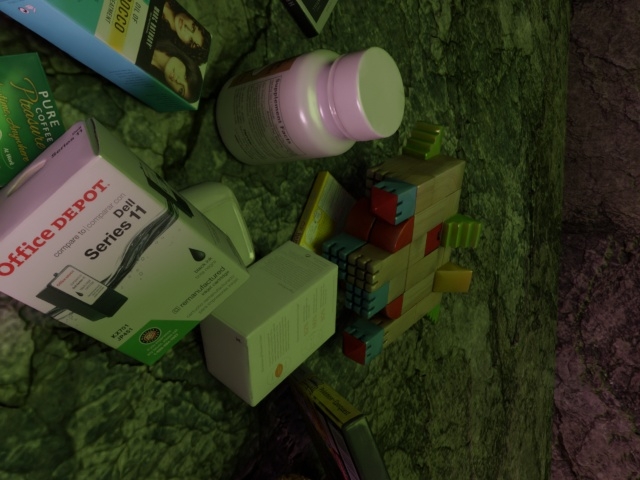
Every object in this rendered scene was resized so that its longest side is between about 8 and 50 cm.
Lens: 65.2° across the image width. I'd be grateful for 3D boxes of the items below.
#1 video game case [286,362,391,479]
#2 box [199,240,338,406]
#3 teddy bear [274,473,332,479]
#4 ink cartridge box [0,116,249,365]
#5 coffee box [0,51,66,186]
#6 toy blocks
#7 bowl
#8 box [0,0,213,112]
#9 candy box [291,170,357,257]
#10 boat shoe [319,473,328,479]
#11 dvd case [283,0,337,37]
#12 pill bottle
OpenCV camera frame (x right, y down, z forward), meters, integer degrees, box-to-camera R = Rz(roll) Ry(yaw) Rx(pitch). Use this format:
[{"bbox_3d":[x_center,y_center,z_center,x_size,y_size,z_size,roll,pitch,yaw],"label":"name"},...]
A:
[{"bbox_3d":[0.043,0.321,0.690,0.035,0.248,0.275,-24,100,-18],"label":"video game case"},{"bbox_3d":[-0.064,0.104,0.663,0.170,0.091,0.130,-34,139,-39],"label":"box"},{"bbox_3d":[-0.034,0.483,0.654,0.113,0.244,0.338,-50,160,-72],"label":"teddy bear"},{"bbox_3d":[-0.196,0.011,0.490,0.153,0.087,0.208,-41,133,2],"label":"ink cartridge box"},{"bbox_3d":[-0.322,-0.093,0.434,0.184,0.040,0.113,-33,116,-44],"label":"coffee box"},{"bbox_3d":[0.113,0.023,0.832,0.260,0.190,0.382,-27,130,-40],"label":"toy blocks"},{"bbox_3d":[-0.143,0.005,0.637,0.142,0.053,0.142,-35,118,-43],"label":"bowl"},{"bbox_3d":[-0.211,-0.227,0.498,0.244,0.060,0.101,27,70,-63],"label":"box"},{"bbox_3d":[0.000,0.000,0.822,0.105,0.027,0.206,42,60,-44],"label":"candy box"},{"bbox_3d":[0.003,0.459,0.825,0.049,0.043,0.137,47,58,-41],"label":"boat shoe"},{"bbox_3d":[-0.042,-0.464,0.762,0.238,0.029,0.180,44,59,-40],"label":"dvd case"},{"bbox_3d":[-0.016,-0.171,0.645,0.131,0.229,0.131,-1,91,-50],"label":"pill bottle"}]
